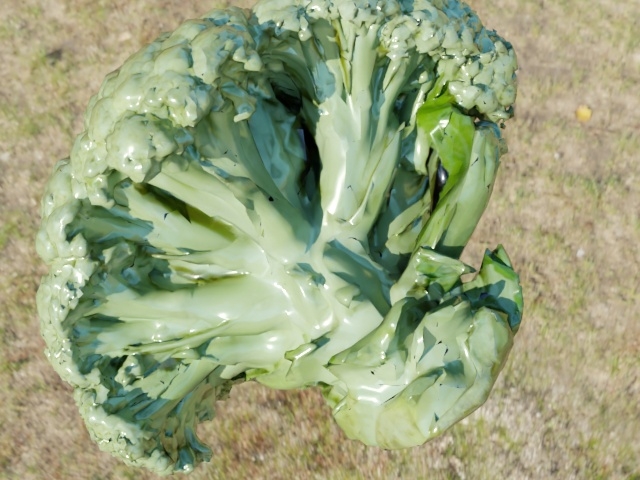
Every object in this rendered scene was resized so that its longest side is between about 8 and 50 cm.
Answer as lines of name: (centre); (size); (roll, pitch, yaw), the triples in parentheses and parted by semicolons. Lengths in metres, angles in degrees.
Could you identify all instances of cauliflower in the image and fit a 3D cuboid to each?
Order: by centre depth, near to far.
cauliflower: (0.000, 0.000, 0.509); (0.250, 0.275, 0.272); (42, 47, 20)
